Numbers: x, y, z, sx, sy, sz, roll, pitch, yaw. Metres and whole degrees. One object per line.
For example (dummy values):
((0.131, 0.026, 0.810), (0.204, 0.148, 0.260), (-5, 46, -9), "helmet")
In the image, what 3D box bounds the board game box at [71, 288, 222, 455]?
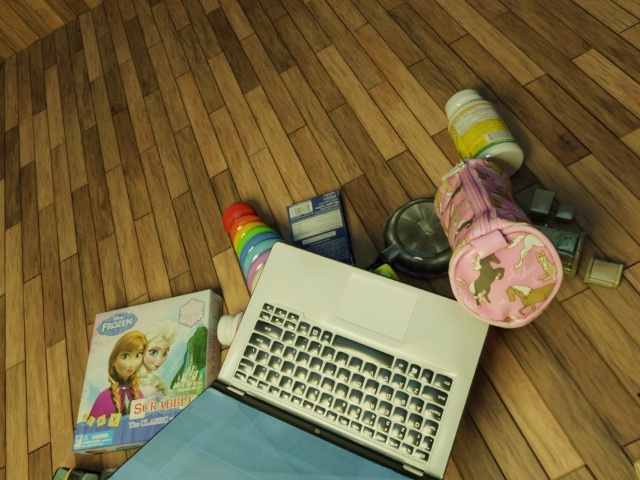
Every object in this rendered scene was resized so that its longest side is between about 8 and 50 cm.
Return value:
((-0.379, 0.292, 1.125), (0.318, 0.066, 0.318), (-14, 58, 13), "board game box")

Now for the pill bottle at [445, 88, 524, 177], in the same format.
((0.354, -0.235, 1.114), (0.117, 0.118, 0.209), (-21, 57, 9), "pill bottle")

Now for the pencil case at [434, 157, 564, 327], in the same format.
((0.280, -0.017, 0.842), (0.167, 0.160, 0.386), (25, 25, -3), "pencil case")

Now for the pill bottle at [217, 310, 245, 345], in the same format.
((-0.135, 0.196, 1.073), (0.160, 0.087, 0.087), (1, 62, 21), "pill bottle")

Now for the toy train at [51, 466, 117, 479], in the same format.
((-0.481, 0.600, 0.954), (0.190, 0.142, 0.334), (0, 63, 35), "toy train")

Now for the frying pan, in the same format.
((0.166, -0.001, 1.077), (0.325, 0.053, 0.198), (-12, 58, 4), "frying pan")

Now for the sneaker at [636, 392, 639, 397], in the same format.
((0.615, 0.206, 0.783), (0.223, 0.083, 0.098), (-37, 50, -2), "sneaker")

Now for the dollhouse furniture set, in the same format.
((0.484, -0.021, 0.949), (0.181, 0.101, 0.161), (15, 68, 28), "dollhouse furniture set")

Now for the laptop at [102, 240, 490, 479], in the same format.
((-0.001, 0.206, 0.681), (0.381, 0.236, 0.408), (18, 77, 17), "laptop")

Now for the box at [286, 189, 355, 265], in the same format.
((0.000, 0.000, 1.163), (0.136, 0.036, 0.226), (-17, 58, 12), "box")

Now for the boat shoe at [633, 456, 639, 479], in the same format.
((0.495, 0.414, 0.721), (0.072, 0.068, 0.190), (-27, 55, 19), "boat shoe")

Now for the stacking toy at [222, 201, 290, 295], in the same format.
((-0.147, 0.014, 1.147), (0.141, 0.141, 0.330), (-39, 44, -4), "stacking toy")

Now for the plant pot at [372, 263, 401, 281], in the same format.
((0.100, 0.212, 0.898), (0.228, 0.227, 0.207), (-35, 62, -1), "plant pot")
